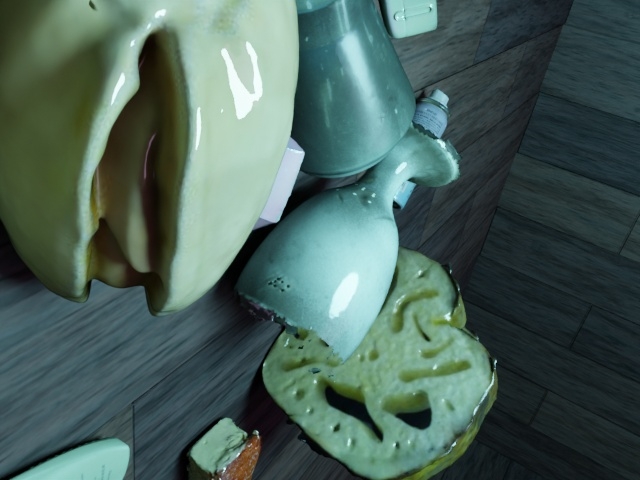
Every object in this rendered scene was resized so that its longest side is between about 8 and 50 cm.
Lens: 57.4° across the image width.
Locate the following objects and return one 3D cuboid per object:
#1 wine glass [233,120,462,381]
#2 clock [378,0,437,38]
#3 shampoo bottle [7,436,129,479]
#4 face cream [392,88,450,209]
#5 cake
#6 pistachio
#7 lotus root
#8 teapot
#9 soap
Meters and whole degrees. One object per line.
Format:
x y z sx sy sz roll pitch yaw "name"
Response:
0.035 -0.007 0.798 0.357 0.190 0.190 -58 157 -15 "wine glass"
0.081 -0.328 0.625 0.152 0.062 0.191 68 14 -53 "clock"
-0.277 0.252 0.558 0.212 0.049 0.072 -14 130 -62 "shampoo bottle"
0.170 -0.172 1.070 0.229 0.075 0.075 -61 157 -8 "face cream"
-0.150 0.372 0.918 0.116 0.086 0.221 -39 146 -42 "cake"
-0.123 -0.078 0.390 0.214 0.193 0.318 -101 -152 -49 "pistachio"
0.090 0.197 0.954 0.111 0.374 0.391 72 11 -60 "lotus root"
-0.013 -0.181 0.573 0.203 0.171 0.225 -28 142 -7 "teapot"
-0.079 -0.063 0.535 0.056 0.149 0.100 17 98 -36 "soap"
